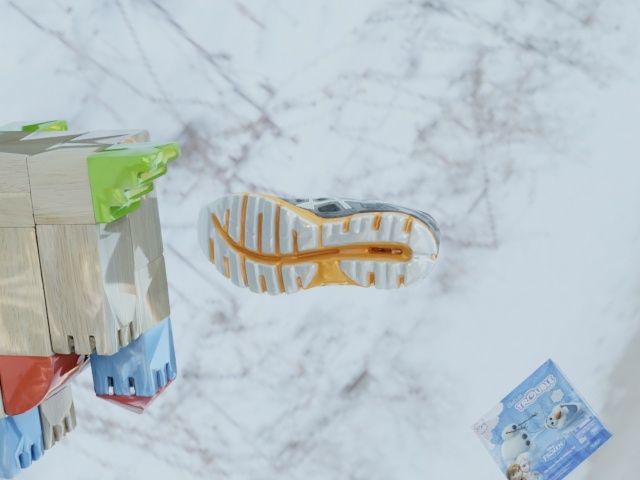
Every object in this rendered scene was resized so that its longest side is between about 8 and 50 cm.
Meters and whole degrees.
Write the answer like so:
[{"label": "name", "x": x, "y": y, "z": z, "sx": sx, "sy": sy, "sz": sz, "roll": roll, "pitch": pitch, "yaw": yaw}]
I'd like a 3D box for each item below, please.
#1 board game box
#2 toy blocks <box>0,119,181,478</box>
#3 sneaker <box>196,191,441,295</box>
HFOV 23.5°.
[{"label": "board game box", "x": 0.181, "y": 0.157, "z": 1.267, "sx": 0.090, "sy": 0.090, "sz": 0.020, "roll": -43, "pitch": 133, "yaw": 8}, {"label": "toy blocks", "x": -0.262, "y": 0.055, "z": 1.159, "sx": 0.191, "sy": 0.381, "sz": 0.260, "roll": -38, "pitch": 125, "yaw": -65}, {"label": "sneaker", "x": 0.000, "y": 0.000, "z": 1.279, "sx": 0.083, "sy": 0.215, "sz": 0.084, "roll": -36, "pitch": 131, "yaw": -66}]
